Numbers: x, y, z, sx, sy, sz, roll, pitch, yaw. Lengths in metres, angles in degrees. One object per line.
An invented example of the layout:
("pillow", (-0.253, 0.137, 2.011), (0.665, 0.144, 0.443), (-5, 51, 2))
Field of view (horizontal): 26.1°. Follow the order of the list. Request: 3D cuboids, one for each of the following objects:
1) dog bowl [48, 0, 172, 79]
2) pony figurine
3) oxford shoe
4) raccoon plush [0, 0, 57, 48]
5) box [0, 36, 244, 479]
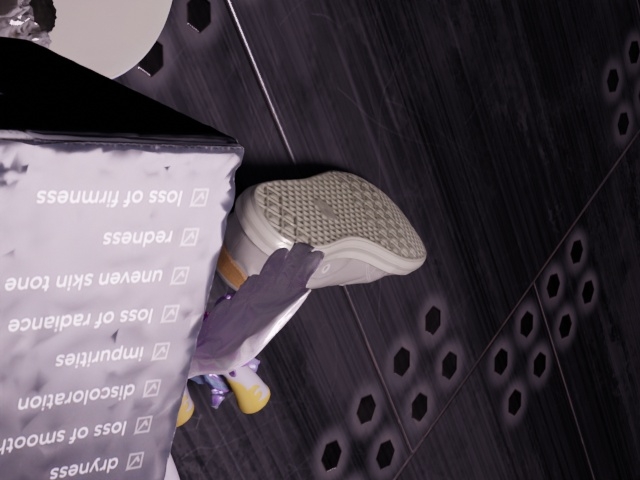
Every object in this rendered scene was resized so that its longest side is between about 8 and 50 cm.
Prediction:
("dog bowl", (-0.279, -0.298, 1.468), (0.265, 0.104, 0.264), (-12, 105, -50))
("pony figurine", (-0.177, 0.128, 1.579), (0.351, 0.303, 0.363), (-54, 150, -19))
("oxford shoe", (0.000, 0.000, 1.872), (0.130, 0.169, 0.449), (-45, 160, 24))
("raccoon plush", (-0.450, -0.211, 1.264), (0.446, 0.299, 0.216), (-44, 145, 10))
("box", (-0.360, 0.107, 0.933), (0.480, 0.297, 0.471), (-2, 111, -45))
